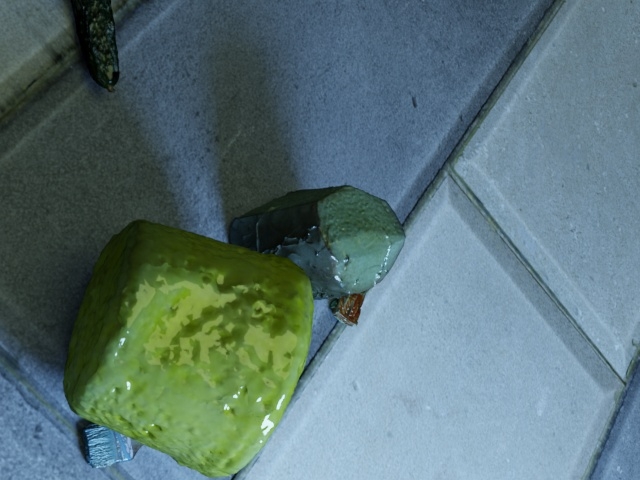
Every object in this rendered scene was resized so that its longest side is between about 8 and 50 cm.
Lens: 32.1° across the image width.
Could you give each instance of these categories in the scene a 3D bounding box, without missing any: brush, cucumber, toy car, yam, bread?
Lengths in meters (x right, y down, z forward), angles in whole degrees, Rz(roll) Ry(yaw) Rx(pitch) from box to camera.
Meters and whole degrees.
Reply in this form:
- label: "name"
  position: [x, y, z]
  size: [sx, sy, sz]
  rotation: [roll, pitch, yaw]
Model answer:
- label: "brush"
  position: [-0.275, 0.302, 1.712]
  size: [0.196, 0.021, 0.070]
  rotation: [-1, 75, -42]
- label: "cucumber"
  position: [-0.376, -0.379, 1.840]
  size: [0.067, 0.067, 0.293]
  rotation: [-3, 78, -40]
- label: "toy car"
  position: [0.059, 0.101, 2.050]
  size: [0.059, 0.035, 0.122]
  rotation: [36, 56, -20]
- label: "yam"
  position: [0.000, 0.005, 1.882]
  size: [0.202, 0.271, 0.201]
  rotation: [-27, 95, -36]
- label: "bread"
  position: [-0.199, 0.150, 1.621]
  size: [0.308, 0.348, 0.348]
  rotation: [21, 62, -25]
